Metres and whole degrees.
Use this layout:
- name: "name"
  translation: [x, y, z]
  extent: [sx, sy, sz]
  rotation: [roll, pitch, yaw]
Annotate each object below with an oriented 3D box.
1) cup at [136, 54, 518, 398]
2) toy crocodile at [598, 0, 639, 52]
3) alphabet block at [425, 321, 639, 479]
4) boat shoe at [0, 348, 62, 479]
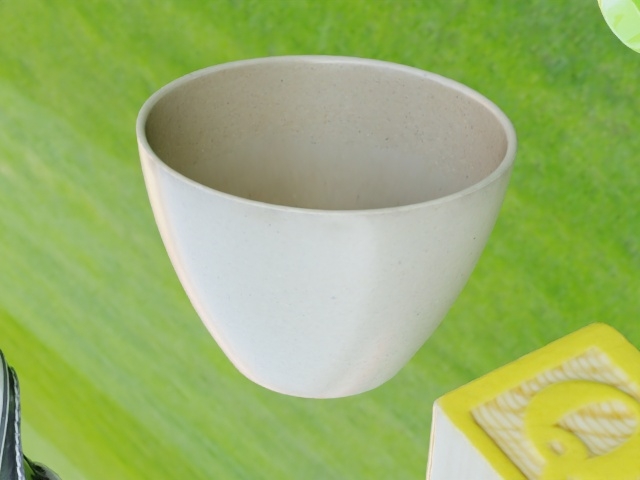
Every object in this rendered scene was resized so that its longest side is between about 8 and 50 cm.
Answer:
- name: "cup"
  translation: [0.000, 0.000, 1.327]
  extent: [0.331, 0.331, 0.236]
  rotation: [31, 129, 39]
- name: "toy crocodile"
  translation: [0.159, -0.203, 0.759]
  extent: [0.340, 0.105, 0.115]
  rotation: [39, 146, -13]
- name: "alphabet block"
  translation: [0.213, 0.221, 1.217]
  extent: [0.193, 0.192, 0.197]
  rotation: [45, 146, 37]
- name: "boat shoe"
  translation: [-0.207, 0.183, 0.948]
  extent: [0.108, 0.102, 0.301]
  rotation: [-125, 38, -49]
